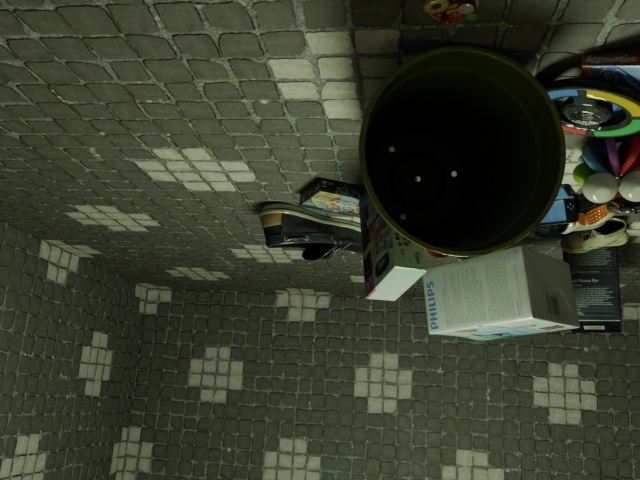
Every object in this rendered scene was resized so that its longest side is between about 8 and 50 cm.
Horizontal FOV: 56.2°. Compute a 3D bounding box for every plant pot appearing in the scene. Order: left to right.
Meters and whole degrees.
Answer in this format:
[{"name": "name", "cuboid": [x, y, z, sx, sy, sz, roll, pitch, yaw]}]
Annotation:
[{"name": "plant pot", "cuboid": [0.232, -0.147, 1.205, 0.365, 0.367, 0.353, 5, 177, -5]}]

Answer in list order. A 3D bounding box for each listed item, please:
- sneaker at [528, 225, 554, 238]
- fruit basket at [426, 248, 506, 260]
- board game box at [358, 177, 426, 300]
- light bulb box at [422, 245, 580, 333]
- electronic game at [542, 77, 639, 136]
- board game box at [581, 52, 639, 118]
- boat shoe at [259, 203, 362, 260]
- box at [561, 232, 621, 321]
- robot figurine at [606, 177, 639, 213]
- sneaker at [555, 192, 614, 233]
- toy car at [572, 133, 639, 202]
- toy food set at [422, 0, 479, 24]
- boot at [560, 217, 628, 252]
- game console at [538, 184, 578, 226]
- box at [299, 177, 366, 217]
[{"name": "sneaker", "cuboid": [0.576, -0.058, 1.855, 0.296, 0.111, 0.129, 13, 174, -24]}, {"name": "fruit basket", "cuboid": [0.471, -0.003, 2.070, 0.352, 0.166, 0.327, 15, 169, 20]}, {"name": "board game box", "cuboid": [0.189, -0.019, 1.618, 0.097, 0.304, 0.224, 7, 152, -15]}, {"name": "light bulb box", "cuboid": [0.584, 0.187, 1.954, 0.360, 0.226, 0.357, -18, 157, 42]}, {"name": "electronic game", "cuboid": [0.515, -0.251, 1.157, 0.229, 0.048, 0.229, 15, 174, 2]}, {"name": "board game box", "cuboid": [0.592, -0.272, 1.123, 0.145, 0.027, 0.281, 10, 172, 35]}, {"name": "boat shoe", "cuboid": [0.000, 0.000, 2.105, 0.499, 0.156, 0.186, 14, 160, -40]}, {"name": "box", "cuboid": [0.986, 0.161, 2.173, 0.178, 0.313, 0.343, -4, 164, 26]}, {"name": "robot figurine", "cuboid": [0.822, -0.141, 1.411, 0.211, 0.085, 0.291, -35, -166, -33]}, {"name": "sneaker", "cuboid": [0.801, -0.083, 1.756, 0.120, 0.100, 0.262, -3, 173, -8]}, {"name": "toy car", "cuboid": [0.671, -0.175, 1.358, 0.181, 0.159, 0.136, -1, 130, 18]}, {"name": "toy food set", "cuboid": [0.207, -0.365, 0.936, 0.082, 0.020, 0.083, -6, 162, 31]}, {"name": "boot", "cuboid": [0.897, -0.019, 1.977, 0.213, 0.077, 0.165, -10, 161, 26]}, {"name": "game console", "cuboid": [0.656, -0.097, 1.729, 0.143, 0.124, 0.085, -6, -171, 33]}, {"name": "box", "cuboid": [0.071, -0.125, 1.823, 0.232, 0.044, 0.159, 10, 164, -22]}]
